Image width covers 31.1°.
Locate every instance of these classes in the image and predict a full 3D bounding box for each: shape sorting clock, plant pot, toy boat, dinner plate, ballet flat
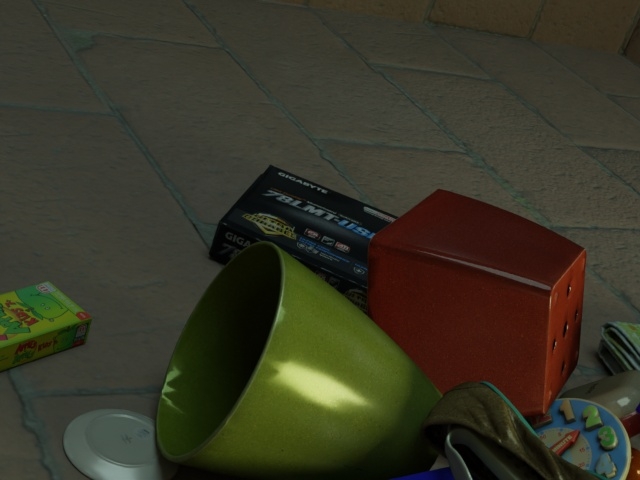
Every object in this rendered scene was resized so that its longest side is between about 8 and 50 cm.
[{"bbox_3d":[0.293,0.284,1.464,0.040,0.206,0.206,56,11,-29],"label":"shape sorting clock"},{"bbox_3d":[0.222,0.103,1.566,0.235,0.267,0.267,10,22,25],"label":"plant pot"},{"bbox_3d":[0.412,0.275,1.611,0.231,0.151,0.151,-14,83,-67],"label":"toy boat"},{"bbox_3d":[-0.231,0.239,1.349,0.141,0.017,0.141,17,26,-9],"label":"dinner plate"},{"bbox_3d":[0.233,0.279,1.242,0.124,0.116,0.342,-24,47,-29],"label":"ballet flat"},{"bbox_3d":[-0.002,0.188,1.377,0.293,0.275,0.275,29,22,-23],"label":"plant pot"}]

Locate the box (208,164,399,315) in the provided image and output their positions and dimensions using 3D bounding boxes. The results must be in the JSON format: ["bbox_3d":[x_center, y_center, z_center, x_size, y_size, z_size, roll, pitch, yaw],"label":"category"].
[{"bbox_3d":[0.000,0.000,1.896,0.295,0.073,0.293,24,28,5],"label":"box"}]

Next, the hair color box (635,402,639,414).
[{"bbox_3d":[0.591,0.252,1.535,0.339,0.110,0.185,13,26,-48],"label":"hair color box"}]

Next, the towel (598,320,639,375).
[{"bbox_3d":[0.660,0.257,1.850,0.374,0.090,0.320,10,29,-19],"label":"towel"}]

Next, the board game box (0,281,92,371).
[{"bbox_3d":[-0.389,0.111,1.446,0.092,0.043,0.181,35,30,26],"label":"board game box"}]

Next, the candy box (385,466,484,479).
[{"bbox_3d":[0.147,0.378,1.231,0.317,0.122,0.268,0,34,-38],"label":"candy box"}]
